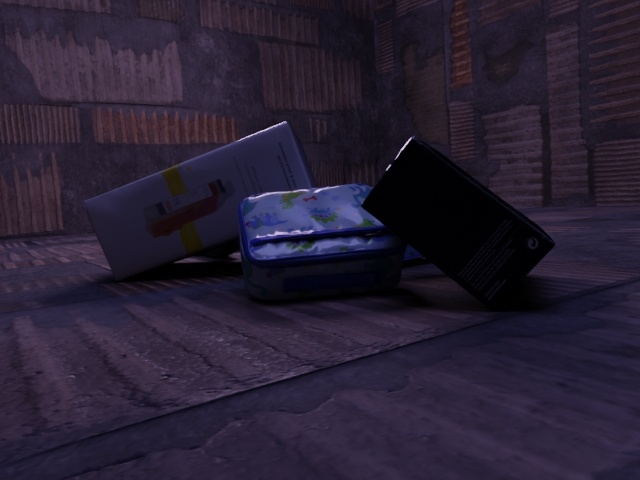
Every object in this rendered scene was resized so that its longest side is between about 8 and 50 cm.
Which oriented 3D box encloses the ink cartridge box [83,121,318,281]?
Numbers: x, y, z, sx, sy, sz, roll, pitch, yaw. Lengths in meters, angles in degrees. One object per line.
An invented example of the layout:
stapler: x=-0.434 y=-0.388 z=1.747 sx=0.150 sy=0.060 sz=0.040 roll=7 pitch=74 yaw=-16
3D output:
ink cartridge box: x=-0.202 y=-0.072 z=1.031 sx=0.385 sy=0.160 sz=0.279 roll=-20 pitch=3 yaw=4

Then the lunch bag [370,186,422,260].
lunch bag: x=0.042 y=0.000 z=0.951 sx=0.293 sy=0.138 sz=0.221 roll=-21 pitch=14 yaw=-32

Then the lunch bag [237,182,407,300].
lunch bag: x=0.000 y=0.000 z=0.723 sx=0.219 sy=0.090 sz=0.176 roll=-4 pitch=37 yaw=-8

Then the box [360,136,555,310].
box: x=0.178 y=-0.031 z=0.672 sx=0.184 sy=0.103 sz=0.261 roll=42 pitch=17 yaw=11

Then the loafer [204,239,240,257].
loafer: x=-0.248 y=-0.004 z=1.268 sx=0.078 sy=0.080 sz=0.220 roll=-8 pitch=6 yaw=-38

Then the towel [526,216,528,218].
towel: x=0.414 y=-0.042 z=1.549 sx=0.329 sy=0.037 sz=0.237 roll=-5 pitch=3 yaw=-33
